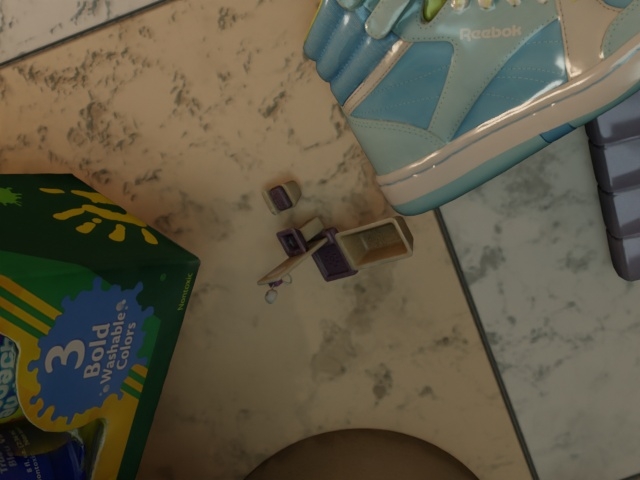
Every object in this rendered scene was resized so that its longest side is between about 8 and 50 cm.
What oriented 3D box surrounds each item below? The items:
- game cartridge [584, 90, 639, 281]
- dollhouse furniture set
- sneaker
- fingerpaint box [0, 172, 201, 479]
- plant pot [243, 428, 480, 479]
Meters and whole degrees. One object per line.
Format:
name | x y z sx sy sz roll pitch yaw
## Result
game cartridge | 0.375 -0.119 0.927 0.355 0.068 0.230 -14 108 3
dollhouse furniture set | 0.000 0.000 0.911 0.114 0.081 0.091 -16 106 46
sneaker | 0.118 -0.170 0.842 0.319 0.127 0.208 -33 100 28
fingerpaint box | -0.310 0.189 0.813 0.163 0.371 0.445 30 110 33
plant pot | 0.035 0.312 0.917 0.256 0.274 0.257 0 104 0
